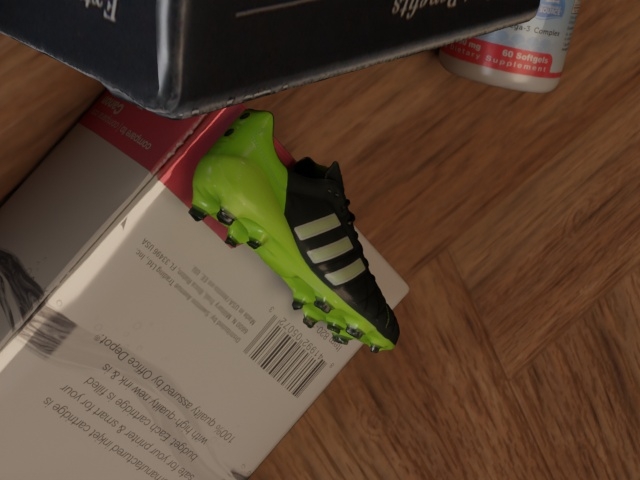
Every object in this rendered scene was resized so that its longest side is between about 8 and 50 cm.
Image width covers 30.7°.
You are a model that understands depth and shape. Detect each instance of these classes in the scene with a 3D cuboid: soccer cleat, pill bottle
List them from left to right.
[{"bbox_3d":[0.000,0.000,0.648,0.179,0.060,0.072,47,66,-39],"label":"soccer cleat"},{"bbox_3d":[0.137,-0.186,0.783,0.087,0.087,0.160,-2,112,-34],"label":"pill bottle"}]

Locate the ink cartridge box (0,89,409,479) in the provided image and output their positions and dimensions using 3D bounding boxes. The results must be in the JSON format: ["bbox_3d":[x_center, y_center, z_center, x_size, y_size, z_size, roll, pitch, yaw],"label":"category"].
[{"bbox_3d":[-0.114,0.060,0.706,0.283,0.117,0.207,-49,130,-7],"label":"ink cartridge box"}]

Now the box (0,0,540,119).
[{"bbox_3d":[-0.063,-0.287,0.421,0.212,0.293,0.395,-22,128,-42],"label":"box"}]
